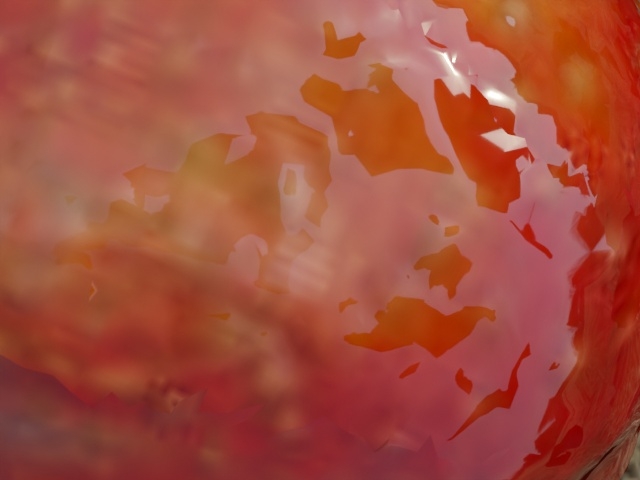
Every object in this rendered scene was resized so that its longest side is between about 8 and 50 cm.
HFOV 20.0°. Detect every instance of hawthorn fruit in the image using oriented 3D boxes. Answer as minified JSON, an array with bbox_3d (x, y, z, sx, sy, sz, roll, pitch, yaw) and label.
[{"bbox_3d":[0.000,0.000,0.537,0.330,0.287,0.287,12,109,-1],"label":"hawthorn fruit"}]
